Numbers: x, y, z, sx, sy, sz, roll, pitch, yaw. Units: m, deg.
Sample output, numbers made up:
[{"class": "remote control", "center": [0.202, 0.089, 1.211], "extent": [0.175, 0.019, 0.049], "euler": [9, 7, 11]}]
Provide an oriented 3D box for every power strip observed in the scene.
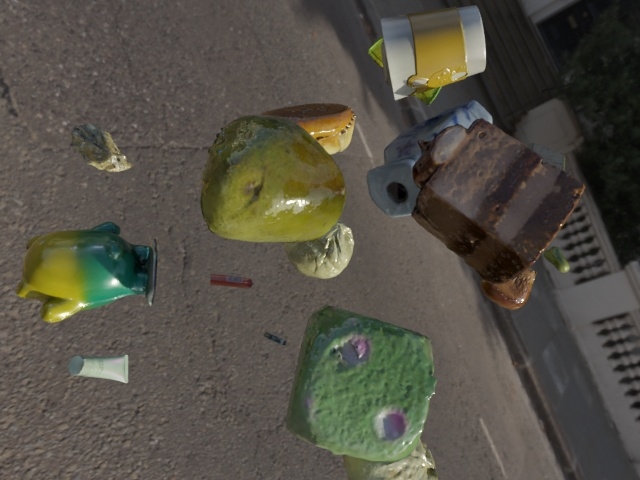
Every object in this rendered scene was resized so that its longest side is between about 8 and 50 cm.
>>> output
[{"class": "power strip", "center": [0.515, -0.178, 1.172], "extent": [0.092, 0.034, 0.268], "euler": [25, 30, 15]}]

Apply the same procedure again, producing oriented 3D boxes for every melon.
[{"class": "melon", "center": [0.308, -0.588, 1.617], "extent": [0.265, 0.169, 0.129], "euler": [40, 43, -6]}]

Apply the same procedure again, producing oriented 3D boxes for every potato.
[{"class": "potato", "center": [-0.105, -0.117, 1.154], "extent": [0.280, 0.213, 0.329], "euler": [-25, 116, -51]}]

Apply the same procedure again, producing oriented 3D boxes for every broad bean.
[{"class": "broad bean", "center": [0.651, 0.052, 1.399], "extent": [0.063, 0.045, 0.083], "euler": [28, 30, -43]}]

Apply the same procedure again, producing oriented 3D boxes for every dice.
[{"class": "dice", "center": [0.094, 0.352, 1.300], "extent": [0.322, 0.319, 0.329], "euler": [113, -9, -83]}]

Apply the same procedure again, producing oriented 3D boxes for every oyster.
[{"class": "oyster", "center": [-0.738, -0.301, 1.709], "extent": [0.133, 0.072, 0.209], "euler": [-47, 132, -30]}]

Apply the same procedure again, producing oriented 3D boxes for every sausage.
[{"class": "sausage", "center": [-0.261, 0.123, 1.514], "extent": [0.034, 0.130, 0.034], "euler": [-174, -90, -87]}]

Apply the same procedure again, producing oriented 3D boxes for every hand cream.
[{"class": "hand cream", "center": [-0.571, 0.334, 1.337], "extent": [0.205, 0.050, 0.078], "euler": [43, 36, -67]}]

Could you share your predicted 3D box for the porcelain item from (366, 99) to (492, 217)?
[{"class": "porcelain item", "center": [0.307, -0.225, 1.366], "extent": [0.405, 0.243, 0.178], "euler": [-41, 111, -37]}]

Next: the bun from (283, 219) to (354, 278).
[{"class": "bun", "center": [0.000, 0.000, 1.596], "extent": [0.230, 0.145, 0.229], "euler": [8, 48, -9]}]

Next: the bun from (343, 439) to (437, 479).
[{"class": "bun", "center": [0.226, 0.660, 1.503], "extent": [0.361, 0.213, 0.360], "euler": [45, 27, -31]}]

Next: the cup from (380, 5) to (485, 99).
[{"class": "cup", "center": [0.259, -0.432, 1.196], "extent": [0.241, 0.226, 0.185], "euler": [36, 45, -72]}]

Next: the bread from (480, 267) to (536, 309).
[{"class": "bread", "center": [0.488, 0.111, 1.311], "extent": [0.129, 0.126, 0.044], "euler": [25, 4, -3]}]

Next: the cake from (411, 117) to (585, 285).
[{"class": "cake", "center": [0.286, -0.078, 0.934], "extent": [0.293, 0.196, 0.198], "euler": [37, -11, 9]}]

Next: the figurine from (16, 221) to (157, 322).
[{"class": "figurine", "center": [-0.632, 0.078, 1.397], "extent": [0.341, 0.231, 0.323], "euler": [3, 54, -22]}]

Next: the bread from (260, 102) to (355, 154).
[{"class": "bread", "center": [-0.049, -0.417, 1.895], "extent": [0.389, 0.183, 0.236], "euler": [-22, 49, -25]}]

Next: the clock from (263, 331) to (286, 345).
[{"class": "clock", "center": [-0.155, 0.337, 1.744], "extent": [0.085, 0.085, 0.017], "euler": [33, 77, -41]}]
